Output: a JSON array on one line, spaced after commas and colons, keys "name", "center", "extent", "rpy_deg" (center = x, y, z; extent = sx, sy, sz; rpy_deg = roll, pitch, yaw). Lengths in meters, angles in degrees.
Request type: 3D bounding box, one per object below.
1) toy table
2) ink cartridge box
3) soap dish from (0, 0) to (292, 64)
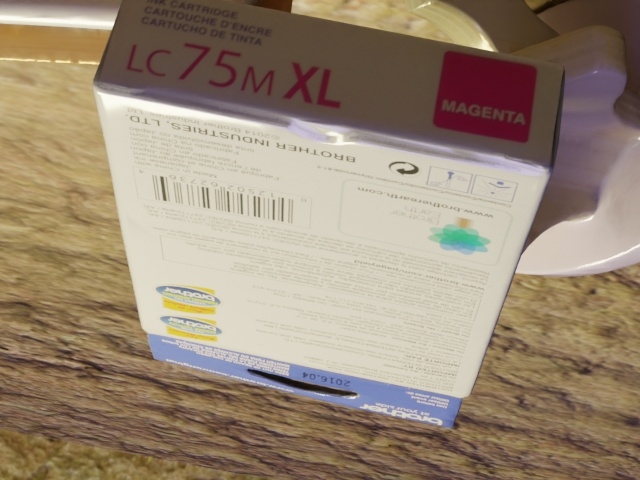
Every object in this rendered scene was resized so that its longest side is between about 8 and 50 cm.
[{"name": "toy table", "center": [0.118, -0.070, 0.935], "extent": [0.161, 0.252, 0.274], "rpy_deg": [7, 154, -39]}, {"name": "ink cartridge box", "center": [0.000, 0.000, 0.747], "extent": [0.186, 0.065, 0.311], "rpy_deg": [11, 153, 4]}, {"name": "soap dish", "center": [-0.137, -0.194, 0.748], "extent": [0.291, 0.228, 0.118], "rpy_deg": [4, 175, 15]}]
